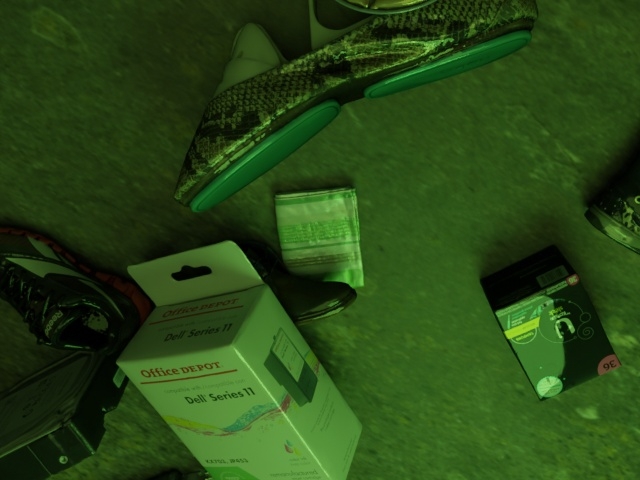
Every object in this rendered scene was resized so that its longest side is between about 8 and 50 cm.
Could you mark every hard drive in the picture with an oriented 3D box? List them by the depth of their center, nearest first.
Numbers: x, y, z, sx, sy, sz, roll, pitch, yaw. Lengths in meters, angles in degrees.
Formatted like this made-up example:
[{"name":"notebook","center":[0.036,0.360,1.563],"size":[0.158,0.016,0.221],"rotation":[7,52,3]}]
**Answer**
[{"name":"hard drive","center":[-0.429,0.270,1.056],"size":[0.339,0.237,0.064],"rotation":[-28,108,12]}]

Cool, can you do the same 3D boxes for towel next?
[{"name":"towel","center":[0.000,0.000,1.063],"size":[0.113,0.023,0.152],"rotation":[-5,113,5]}]

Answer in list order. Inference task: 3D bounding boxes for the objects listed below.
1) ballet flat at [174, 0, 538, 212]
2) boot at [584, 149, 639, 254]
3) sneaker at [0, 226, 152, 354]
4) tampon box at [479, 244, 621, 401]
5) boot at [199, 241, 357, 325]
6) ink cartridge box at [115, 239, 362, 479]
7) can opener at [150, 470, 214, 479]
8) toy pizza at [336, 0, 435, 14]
[{"name":"ballet flat","center":[0.013,-0.215,0.923],"size":[0.483,0.164,0.182],"rotation":[-27,87,5]},{"name":"boot","center":[0.489,-0.048,1.001],"size":[0.236,0.085,0.178],"rotation":[25,107,-8]},{"name":"sneaker","center":[-0.366,0.071,1.032],"size":[0.276,0.135,0.097],"rotation":[28,111,-8]},{"name":"tampon box","center":[0.314,0.113,1.056],"size":[0.120,0.101,0.161],"rotation":[-28,109,12]},{"name":"boot","center":[-0.066,0.055,1.034],"size":[0.219,0.082,0.106],"rotation":[-7,116,16]},{"name":"ink cartridge box","center":[-0.119,0.183,1.020],"size":[0.207,0.119,0.353],"rotation":[-14,121,32]},{"name":"can opener","center":[-0.229,0.409,1.193],"size":[0.281,0.074,0.093],"rotation":[-20,110,9]},{"name":"toy pizza","center":[0.079,-0.347,0.858],"size":[0.201,0.032,0.201],"rotation":[-3,74,10]}]
